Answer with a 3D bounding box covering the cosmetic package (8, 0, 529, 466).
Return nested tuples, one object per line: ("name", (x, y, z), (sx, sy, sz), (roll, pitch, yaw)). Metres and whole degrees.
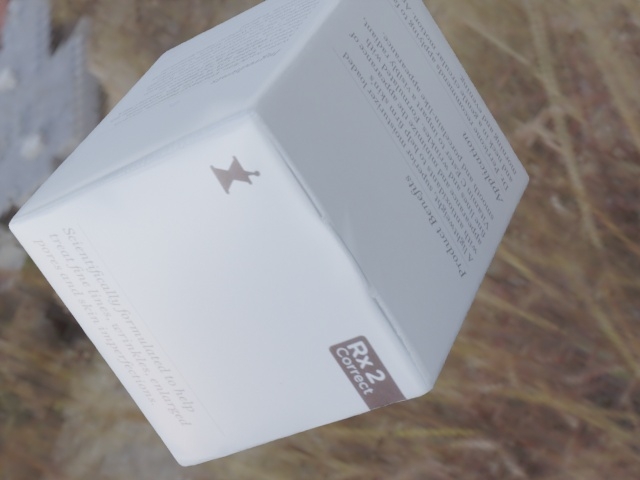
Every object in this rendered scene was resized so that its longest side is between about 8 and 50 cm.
("cosmetic package", (-0.017, -0.018, 0.798), (0.151, 0.151, 0.184), (-21, 21, 33))
